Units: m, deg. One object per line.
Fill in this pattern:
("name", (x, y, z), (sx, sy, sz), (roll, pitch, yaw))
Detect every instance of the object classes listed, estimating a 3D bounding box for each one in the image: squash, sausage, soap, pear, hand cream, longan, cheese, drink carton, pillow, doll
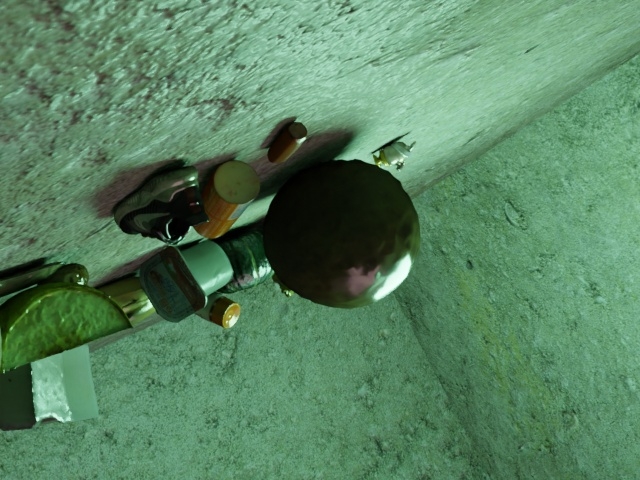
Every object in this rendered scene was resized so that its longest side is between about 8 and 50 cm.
("squash", (-0.251, 0.066, 2.147), (0.252, 0.165, 0.252), (-17, -174, 2))
("sausage", (-0.206, -0.069, 1.464), (0.093, 0.093, 0.312), (-25, 175, -24))
("soap", (-0.742, 0.345, 1.702), (0.350, 0.212, 0.435), (-2, 170, -8))
("pear", (-0.562, 0.165, 1.433), (0.288, 0.139, 0.239), (-18, 180, -42))
("hand cream", (-0.391, 0.178, 2.220), (0.314, 0.089, 0.140), (18, -160, 25))
("longan", (0.054, -0.021, 1.760), (0.391, 0.391, 0.391), (-27, 175, -3))
("cheese", (-0.574, 0.187, 1.995), (0.316, 0.128, 0.259), (-18, 177, -12))
("drink carton", (-0.358, 0.092, 1.944), (0.191, 0.185, 0.189), (-32, -176, 34))
("sausage", (-0.065, -0.179, 1.343), (0.039, 0.041, 0.131), (-30, 177, -30))
("pillow", (-0.592, 0.086, 1.346), (0.130, 0.033, 0.217), (-25, 179, 44))
("doll", (0.215, -0.234, 1.991), (0.127, 0.084, 0.073), (-22, 170, 12))

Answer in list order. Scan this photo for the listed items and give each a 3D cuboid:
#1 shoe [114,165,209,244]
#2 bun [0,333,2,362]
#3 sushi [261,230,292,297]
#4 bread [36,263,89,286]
("shoe", (-0.276, -0.042, 1.252), (0.099, 0.112, 0.227), (-24, 172, -47))
("bun", (-0.661, 0.184, 1.162), (0.273, 0.168, 0.272), (-21, 135, -23))
("sushi", (0.000, 0.000, 2.307), (0.351, 0.240, 0.396), (-25, 171, -30))
("bread", (-0.536, 0.089, 1.516), (0.082, 0.060, 0.113), (-27, 174, 32))
